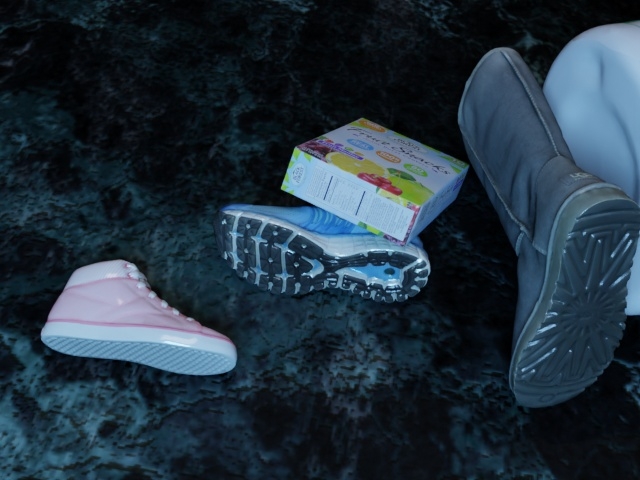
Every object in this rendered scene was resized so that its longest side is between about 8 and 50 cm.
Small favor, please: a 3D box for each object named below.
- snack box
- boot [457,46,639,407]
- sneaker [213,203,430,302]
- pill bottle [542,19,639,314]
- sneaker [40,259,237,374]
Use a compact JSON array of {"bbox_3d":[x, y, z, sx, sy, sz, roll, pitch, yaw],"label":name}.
[{"bbox_3d":[0.046,-0.049,0.655,0.100,0.037,0.141,27,25,14],"label":"snack box"},{"bbox_3d":[0.144,-0.014,0.621,0.076,0.190,0.208,0,32,-17],"label":"boot"},{"bbox_3d":[0.000,0.000,0.650,0.162,0.063,0.073,12,37,-3],"label":"sneaker"},{"bbox_3d":[0.361,-0.071,0.630,0.361,0.204,0.204,-9,54,-10],"label":"pill bottle"},{"bbox_3d":[-0.118,0.049,0.597,0.134,0.051,0.070,7,57,7],"label":"sneaker"}]
